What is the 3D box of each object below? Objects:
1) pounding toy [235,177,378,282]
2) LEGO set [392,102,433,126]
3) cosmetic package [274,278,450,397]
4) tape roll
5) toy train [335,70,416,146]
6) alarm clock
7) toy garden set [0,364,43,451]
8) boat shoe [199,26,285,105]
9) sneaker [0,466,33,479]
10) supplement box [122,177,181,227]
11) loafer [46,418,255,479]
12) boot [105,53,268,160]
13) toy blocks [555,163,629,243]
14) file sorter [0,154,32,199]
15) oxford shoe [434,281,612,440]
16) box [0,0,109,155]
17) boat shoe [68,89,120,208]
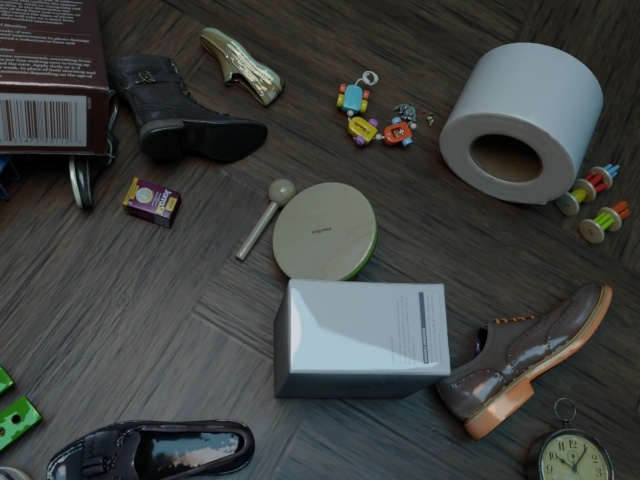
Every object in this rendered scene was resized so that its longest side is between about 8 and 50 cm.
[{"bbox_3d":[0.000,0.000,1.116,0.237,0.110,0.183,16,76,29],"label":"pounding toy"},{"bbox_3d":[0.183,-0.250,1.271,0.083,0.023,0.054,-4,69,-11],"label":"LEGO set"},{"bbox_3d":[0.049,0.157,0.980,0.224,0.224,0.138,3,68,-8],"label":"cosmetic package"},{"bbox_3d":[0.357,-0.205,1.165,0.246,0.246,0.169,27,67,2],"label":"tape roll"},{"bbox_3d":[0.099,-0.235,1.243,0.125,0.046,0.166,-25,78,-19],"label":"toy train"},{"bbox_3d":[0.399,0.352,1.049,0.129,0.064,0.192,8,70,-6],"label":"alarm clock"},{"bbox_3d":[-0.563,0.237,0.943,0.204,0.049,0.244,-39,80,-23],"label":"toy garden set"},{"bbox_3d":[-0.160,-0.326,1.224,0.190,0.068,0.072,37,79,6],"label":"boat shoe"},{"bbox_3d":[-0.433,0.448,0.836,0.112,0.131,0.296,-5,71,-13],"label":"sneaker"},{"bbox_3d":[-0.286,-0.064,1.108,0.083,0.043,0.055,18,66,-3],"label":"supplement box"},{"bbox_3d":[-0.244,0.307,0.941,0.302,0.095,0.109,-6,70,-12],"label":"loafer"},{"bbox_3d":[-0.242,-0.252,1.161,0.263,0.091,0.229,-4,51,-34],"label":"boot"},{"bbox_3d":[0.544,-0.078,1.249,0.148,0.054,0.123,-33,77,-20],"label":"toy blocks"},{"bbox_3d":[-0.549,-0.136,1.059,0.118,0.104,0.170,20,66,-1],"label":"file sorter"},{"bbox_3d":[0.344,0.165,1.084,0.363,0.130,0.133,-36,71,-22],"label":"oxford shoe"},{"bbox_3d":[-0.457,-0.309,1.050,0.191,0.143,0.381,-2,50,-22],"label":"box"},{"bbox_3d":[-0.385,-0.163,1.108,0.079,0.084,0.233,2,64,-11],"label":"boat shoe"}]
